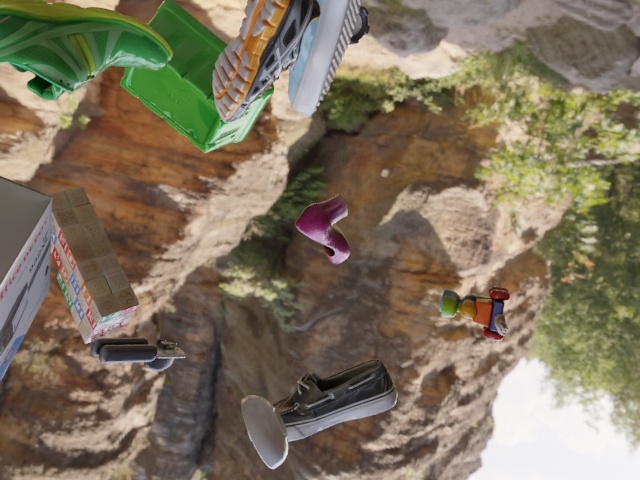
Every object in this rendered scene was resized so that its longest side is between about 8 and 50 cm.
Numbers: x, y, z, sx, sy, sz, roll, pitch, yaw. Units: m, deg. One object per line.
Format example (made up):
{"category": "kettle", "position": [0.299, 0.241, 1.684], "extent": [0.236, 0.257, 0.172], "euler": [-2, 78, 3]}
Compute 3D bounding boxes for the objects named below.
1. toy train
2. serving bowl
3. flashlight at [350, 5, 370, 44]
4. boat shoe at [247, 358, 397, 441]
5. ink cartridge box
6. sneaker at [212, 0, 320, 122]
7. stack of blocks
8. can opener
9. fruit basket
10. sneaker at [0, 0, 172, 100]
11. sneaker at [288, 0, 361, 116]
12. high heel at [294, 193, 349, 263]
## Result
{"category": "toy train", "position": [0.320, 0.149, 1.344], "extent": [0.143, 0.105, 0.248], "euler": [9, -177, 14]}
{"category": "serving bowl", "position": [-0.056, 0.205, 0.699], "extent": [0.027, 0.083, 0.083], "euler": [-27, -174, 2]}
{"category": "flashlight", "position": [0.012, -0.564, 1.645], "extent": [0.103, 0.103, 0.304], "euler": [9, -168, -30]}
{"category": "boat shoe", "position": [-0.006, 0.337, 1.381], "extent": [0.335, 0.119, 0.121], "euler": [-18, -171, -1]}
{"category": "ink cartridge box", "position": [-0.532, 0.071, 1.009], "extent": [0.129, 0.223, 0.307], "euler": [21, 143, -9]}
{"category": "sneaker", "position": [-0.074, -0.240, 0.836], "extent": [0.083, 0.215, 0.084], "euler": [2, -132, -41]}
{"category": "stack of blocks", "position": [-0.518, 0.055, 1.397], "extent": [0.087, 0.297, 0.171], "euler": [-20, 166, -37]}
{"category": "can opener", "position": [-0.456, 0.293, 1.617], "extent": [0.074, 0.093, 0.280], "euler": [24, -178, 33]}
{"category": "fruit basket", "position": [-0.307, -0.449, 1.735], "extent": [0.392, 0.392, 0.283], "euler": [18, 140, -22]}
{"category": "sneaker", "position": [-0.333, -0.245, 0.828], "extent": [0.109, 0.123, 0.296], "euler": [17, -163, 41]}
{"category": "sneaker", "position": [-0.021, -0.354, 0.911], "extent": [0.150, 0.366, 0.135], "euler": [22, -138, 6]}
{"category": "high heel", "position": [0.000, 0.000, 1.370], "extent": [0.082, 0.117, 0.244], "euler": [55, 163, 22]}
